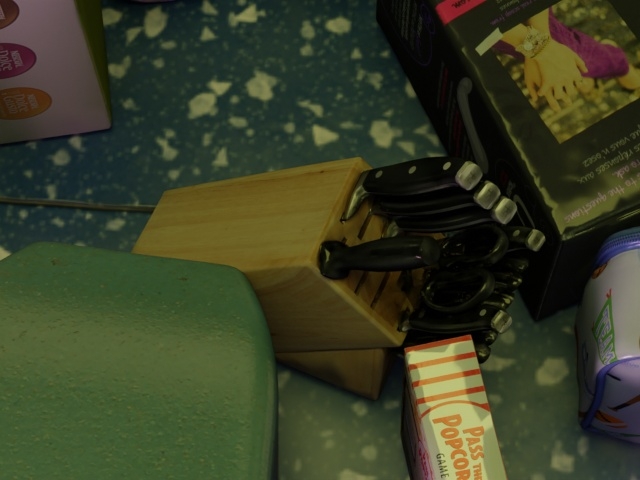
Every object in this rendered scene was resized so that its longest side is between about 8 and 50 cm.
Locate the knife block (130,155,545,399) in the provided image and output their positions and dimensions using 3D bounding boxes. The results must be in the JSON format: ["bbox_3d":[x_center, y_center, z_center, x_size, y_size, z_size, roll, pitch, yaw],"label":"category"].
[{"bbox_3d":[0.000,0.000,1.149,0.276,0.242,0.088,22,63,10],"label":"knife block"}]

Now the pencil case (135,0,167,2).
[{"bbox_3d":[-0.130,-0.285,1.350,0.086,0.088,0.206,-9,70,0],"label":"pencil case"}]

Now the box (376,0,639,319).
[{"bbox_3d":[0.159,-0.110,1.231,0.143,0.165,0.270,-23,70,-8],"label":"box"}]

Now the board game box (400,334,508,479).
[{"bbox_3d":[0.086,0.160,1.114,0.045,0.193,0.146,-11,70,-3],"label":"board game box"}]

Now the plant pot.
[{"bbox_3d":[-0.138,0.145,1.110,0.247,0.248,0.252,7,51,4],"label":"plant pot"}]

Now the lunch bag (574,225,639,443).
[{"bbox_3d":[0.316,0.070,1.116,0.303,0.243,0.115,4,69,4],"label":"lunch bag"}]

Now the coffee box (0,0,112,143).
[{"bbox_3d":[-0.338,-0.274,1.217,0.334,0.337,0.338,-8,68,-2],"label":"coffee box"}]
